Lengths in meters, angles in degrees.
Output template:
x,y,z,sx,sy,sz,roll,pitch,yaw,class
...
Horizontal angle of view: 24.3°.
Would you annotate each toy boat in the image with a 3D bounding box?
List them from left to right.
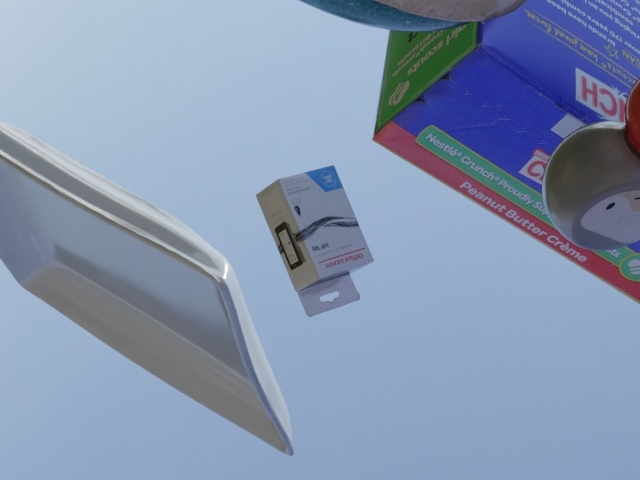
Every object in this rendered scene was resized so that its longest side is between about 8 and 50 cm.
x,y,z,sx,sy,sz,roll,pitch,yaw,class
0.073,-0.134,0.729,0.148,0.318,0.267,-48,-179,36,toy boat

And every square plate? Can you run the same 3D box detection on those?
x,y,z,sx,sy,sz,roll,pitch,yaw,class
-0.175,0.025,1.280,0.049,0.344,0.347,-52,156,-20,square plate

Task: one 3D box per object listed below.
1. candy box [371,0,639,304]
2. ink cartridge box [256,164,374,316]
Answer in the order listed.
x,y,z,sx,sy,sz,roll,pitch,yaw,class
0.191,-0.141,1.136,0.122,0.268,0.317,-43,-155,37,candy box
0.000,0.000,0.917,0.048,0.083,0.028,-18,171,-39,ink cartridge box
